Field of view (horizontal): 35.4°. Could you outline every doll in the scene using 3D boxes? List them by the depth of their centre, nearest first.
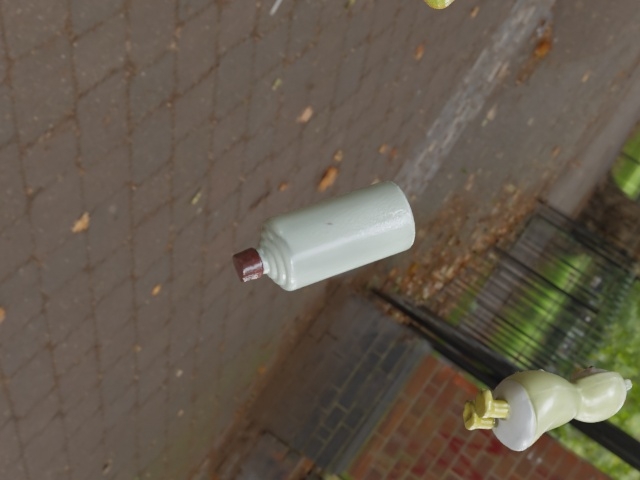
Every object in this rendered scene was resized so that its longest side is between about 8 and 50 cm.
[{"bbox_3d":[0.371,0.252,1.595,0.296,0.117,0.141,-12,149,-26],"label":"doll"}]

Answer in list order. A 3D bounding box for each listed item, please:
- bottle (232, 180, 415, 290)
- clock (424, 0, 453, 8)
[{"bbox_3d":[0.000,0.000,1.354,0.245,0.104,0.104,-18,153,-17],"label":"bottle"},{"bbox_3d":[0.247,-0.547,1.868,0.202,0.143,0.096,-41,169,-1],"label":"clock"}]
